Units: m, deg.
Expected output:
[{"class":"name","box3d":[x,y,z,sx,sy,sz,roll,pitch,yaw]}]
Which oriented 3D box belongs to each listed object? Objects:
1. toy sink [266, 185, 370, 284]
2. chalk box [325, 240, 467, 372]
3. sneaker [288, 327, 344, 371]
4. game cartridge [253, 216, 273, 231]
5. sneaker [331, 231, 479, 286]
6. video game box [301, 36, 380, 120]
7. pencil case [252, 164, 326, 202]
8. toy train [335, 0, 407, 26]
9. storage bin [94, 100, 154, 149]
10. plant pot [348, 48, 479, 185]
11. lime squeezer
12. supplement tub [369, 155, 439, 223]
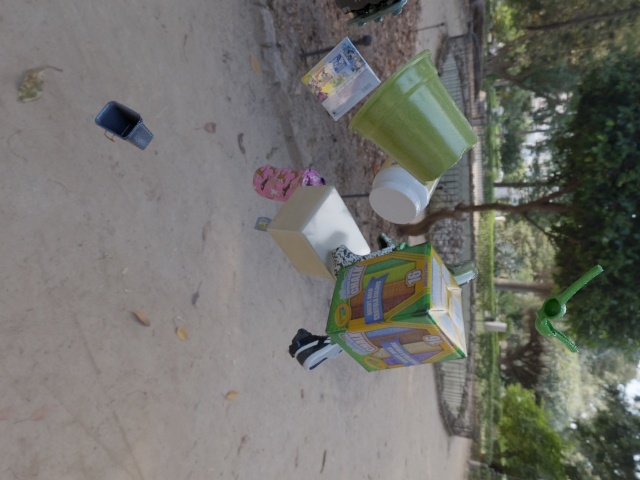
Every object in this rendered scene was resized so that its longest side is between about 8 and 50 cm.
[{"class":"toy sink","box3d":[0.000,0.000,1.008,0.153,0.131,0.234,-57,132,-27]},{"class":"chalk box","box3d":[0.099,0.113,0.638,0.132,0.213,0.132,48,37,-32]},{"class":"sneaker","box3d":[-0.005,0.302,1.225,0.217,0.121,0.079,-10,130,-50]},{"class":"game cartridge","box3d":[-0.220,-0.065,1.585,0.017,0.083,0.056,40,66,-54]},{"class":"sneaker","box3d":[0.202,0.055,0.961,0.410,0.158,0.182,-6,72,-26]},{"class":"video game box","box3d":[0.070,-0.552,1.394,0.187,0.205,0.048,47,22,-19]},{"class":"pencil case","box3d":[-0.154,-0.256,1.861,0.160,0.386,0.167,43,70,-41]},{"class":"toy train","box3d":[0.157,-0.624,0.967,0.190,0.334,0.142,-37,119,-7]},{"class":"storage bin","box3d":[-0.545,-0.310,1.137,0.098,0.135,0.091,-58,160,-10]},{"class":"plant pot","box3d":[0.257,-0.291,1.050,0.254,0.276,0.276,49,32,-1]},{"class":"lime squeezer","box3d":[0.565,0.178,0.943,0.059,0.110,0.310,-62,147,-41]},{"class":"supplement tub","box3d":[0.360,-0.256,1.672,0.331,0.241,0.241,-58,141,-29]}]
